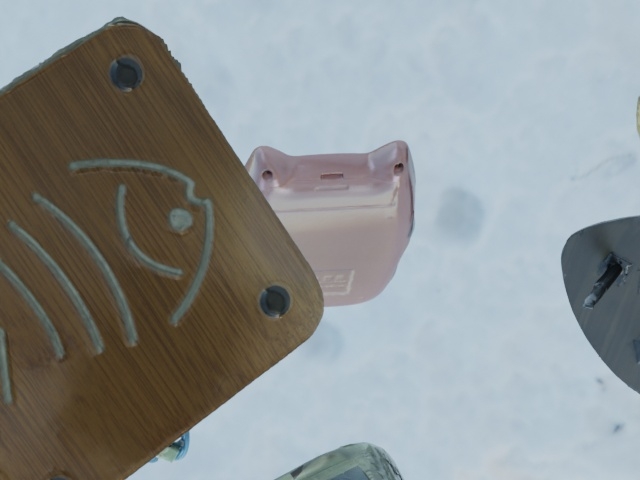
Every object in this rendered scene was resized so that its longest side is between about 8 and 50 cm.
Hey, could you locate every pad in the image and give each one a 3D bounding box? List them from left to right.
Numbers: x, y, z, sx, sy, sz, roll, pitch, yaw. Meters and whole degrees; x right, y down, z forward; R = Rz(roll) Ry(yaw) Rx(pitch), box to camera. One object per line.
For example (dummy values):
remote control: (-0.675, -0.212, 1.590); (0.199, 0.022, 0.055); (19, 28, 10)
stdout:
pad: (-0.168, 0.018, 1.040); (0.286, 0.284, 0.018); (57, 160, -9)

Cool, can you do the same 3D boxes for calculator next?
calculator: (0.000, 0.000, 1.650); (0.220, 0.048, 0.329); (-4, 148, -8)

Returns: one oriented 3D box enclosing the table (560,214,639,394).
table: (0.498, 0.116, 2.122); (0.317, 0.249, 0.317); (3, 107, 9)

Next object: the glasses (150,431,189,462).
glasses: (-0.235, 0.130, 1.443); (0.102, 0.207, 0.239); (-43, 70, 13)

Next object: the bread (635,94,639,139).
bread: (0.578, -0.153, 1.729); (0.388, 0.183, 0.236); (17, 119, 42)

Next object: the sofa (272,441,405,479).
sofa: (0.000, 0.312, 1.246); (0.210, 0.225, 0.176); (61, 179, 25)
